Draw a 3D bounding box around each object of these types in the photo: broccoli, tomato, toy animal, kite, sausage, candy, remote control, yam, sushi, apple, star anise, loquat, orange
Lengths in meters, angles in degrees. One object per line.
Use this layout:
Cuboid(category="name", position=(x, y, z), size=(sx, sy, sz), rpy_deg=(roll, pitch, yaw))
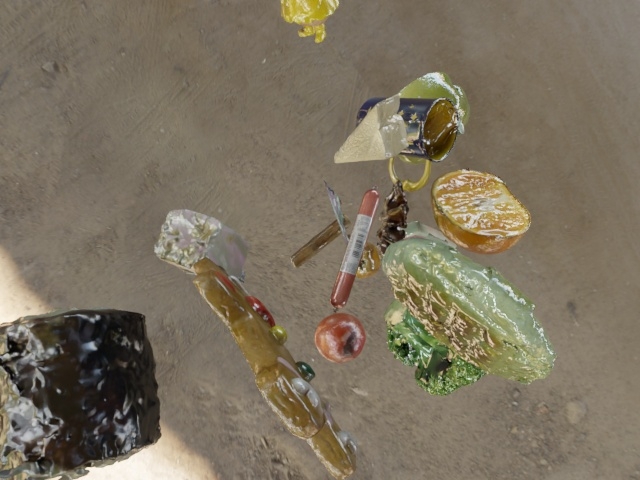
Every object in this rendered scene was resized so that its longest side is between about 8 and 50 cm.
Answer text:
Cuboid(category="broccoli", position=(0.342, 0.228, 1.297), size=(0.321, 0.413, 0.310), rpy_deg=(-37, 106, -9))
Cuboid(category="tomato", position=(0.087, 0.406, 1.985), size=(0.208, 0.184, 0.208), rpy_deg=(-1, 91, -39))
Cuboid(category="toy animal", position=(-0.033, -0.552, 1.032), size=(0.156, 0.229, 0.156), rpy_deg=(-4, 48, 5))
Cuboid(category="kite", position=(0.057, -0.064, 1.325), size=(0.022, 0.360, 0.204), rpy_deg=(-19, 92, 5))
Cuboid(category="sausage", position=(0.058, 0.012, 0.783), size=(0.029, 0.029, 0.223), rpy_deg=(21, 80, -12))
Cuboid(category="candy", position=(-0.287, 0.023, 1.201), size=(0.185, 0.195, 0.137), rpy_deg=(14, 74, 26))
Cuboid(category="remote control", position=(0.359, 0.001, 1.709), size=(0.344, 0.145, 0.050), rpy_deg=(17, 57, -53))
Cuboid(category="yam", position=(0.000, 0.000, 1.536), size=(0.241, 0.057, 0.056), rpy_deg=(-41, 98, -8))
Cuboid(category="sushi", position=(-0.449, 0.274, 0.869), size=(0.281, 0.299, 0.294), rpy_deg=(4, 67, -41))
Cuboid(category="apple", position=(0.424, -0.487, 1.920), size=(0.312, 0.320, 0.360), rpy_deg=(43, 111, -7))
Cuboid(category="star anise", position=(0.218, -0.044, 1.442), size=(0.088, 0.288, 0.288), rpy_deg=(11, 87, 0))
Cuboid(category="loquat", position=(0.143, 0.065, 1.616), size=(0.113, 0.137, 0.137), rpy_deg=(-9, 92, 9))
Cuboid(category="orange", position=(0.472, -0.096, 1.454), size=(0.274, 0.274, 0.310), rpy_deg=(-14, 74, -13))

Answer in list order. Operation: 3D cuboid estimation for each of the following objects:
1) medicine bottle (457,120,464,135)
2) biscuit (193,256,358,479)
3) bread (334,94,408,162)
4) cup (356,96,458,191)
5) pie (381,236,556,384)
Cuboid(category="medicine bottle", position=(0.403, -0.340, 1.499), size=(0.047, 0.083, 0.047), rpy_deg=(19, 63, -43))
Cuboid(category="biscuit", position=(-0.090, 0.149, 0.748), size=(0.064, 0.432, 0.283), rpy_deg=(-37, 132, -9))
Cuboid(category="bread", position=(0.086, -0.210, 0.916), size=(0.077, 0.152, 0.105), rpy_deg=(-33, 115, -38))
Cuboid(category="cup", position=(0.231, -0.292, 1.397), size=(0.178, 0.256, 0.254), rpy_deg=(19, 88, -47))
Cuboid(category="pie", position=(0.208, 0.107, 0.713), size=(0.071, 0.306, 0.306), rpy_deg=(-41, 98, -11))
